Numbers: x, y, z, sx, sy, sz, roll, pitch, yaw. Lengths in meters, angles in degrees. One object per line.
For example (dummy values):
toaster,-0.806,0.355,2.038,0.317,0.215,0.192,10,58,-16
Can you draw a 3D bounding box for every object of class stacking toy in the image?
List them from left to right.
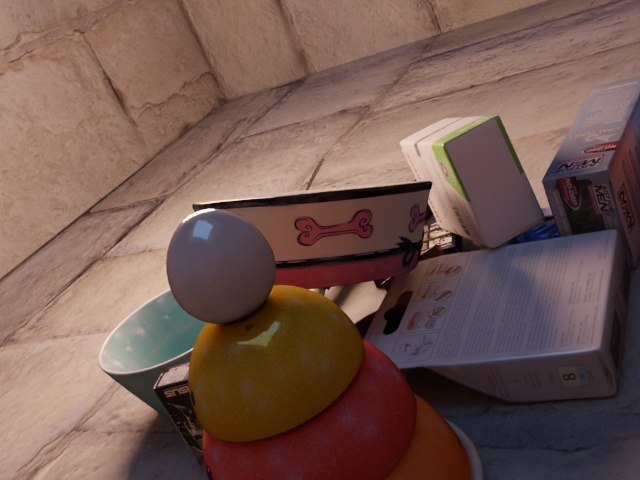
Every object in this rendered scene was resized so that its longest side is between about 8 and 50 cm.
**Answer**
stacking toy,-0.041,0.170,0.960,0.350,0.480,0.351,-22,21,9

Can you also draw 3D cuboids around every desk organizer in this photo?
desk organizer,0.183,0.066,1.533,0.130,0.050,0.047,-37,-14,12

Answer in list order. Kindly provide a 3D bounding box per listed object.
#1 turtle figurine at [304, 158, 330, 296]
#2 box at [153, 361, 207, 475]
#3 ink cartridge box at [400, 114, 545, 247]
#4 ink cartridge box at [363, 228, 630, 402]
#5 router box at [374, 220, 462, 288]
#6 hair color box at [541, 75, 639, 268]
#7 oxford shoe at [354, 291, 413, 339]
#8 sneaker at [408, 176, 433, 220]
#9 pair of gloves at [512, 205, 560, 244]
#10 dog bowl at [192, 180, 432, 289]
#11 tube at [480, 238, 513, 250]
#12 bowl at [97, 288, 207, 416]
turtle figurine,0.000,0.000,1.642,0.266,0.197,0.275,-53,1,-25
box,-0.110,0.254,1.247,0.231,0.183,0.056,-17,22,19
ink cartridge box,0.263,-0.112,1.467,0.114,0.198,0.273,-28,12,-4
ink cartridge box,0.266,0.124,1.264,0.384,0.091,0.308,-12,27,30
router box,0.191,0.022,1.631,0.178,0.046,0.133,-18,23,18
hair color box,0.510,-0.124,1.431,0.113,0.185,0.374,-8,27,36
oxford shoe,0.130,0.138,1.412,0.212,0.076,0.076,-21,12,-19
sneaker,0.260,-0.111,1.809,0.118,0.083,0.222,-13,24,26
pair of gloves,0.375,-0.018,1.558,0.159,0.023,0.198,-18,24,17
dog bowl,-0.008,-0.012,1.399,0.407,0.151,0.408,-5,4,0
tube,0.341,-0.032,1.541,0.080,0.052,0.207,-11,23,25
bowl,-0.232,0.208,1.508,0.311,0.163,0.311,-22,21,9
